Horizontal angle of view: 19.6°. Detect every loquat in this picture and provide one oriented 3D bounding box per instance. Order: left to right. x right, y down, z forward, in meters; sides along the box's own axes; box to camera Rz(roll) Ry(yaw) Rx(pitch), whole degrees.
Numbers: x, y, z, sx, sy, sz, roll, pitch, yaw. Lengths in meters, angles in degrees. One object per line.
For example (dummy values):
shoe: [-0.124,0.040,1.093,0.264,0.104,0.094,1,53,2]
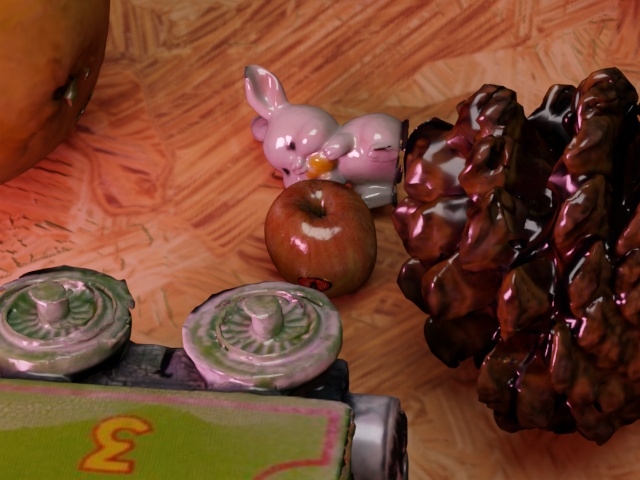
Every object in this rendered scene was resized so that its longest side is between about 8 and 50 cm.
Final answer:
loquat: [-0.272,-0.156,1.286,0.263,0.263,0.263,1,55,-2]

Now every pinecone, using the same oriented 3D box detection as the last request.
pinecone: [0.163,0.010,1.220,0.243,0.243,0.257,-37,21,-25]

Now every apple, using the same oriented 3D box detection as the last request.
apple: [0.000,0.000,1.306,0.084,0.071,0.084,2,46,-2]

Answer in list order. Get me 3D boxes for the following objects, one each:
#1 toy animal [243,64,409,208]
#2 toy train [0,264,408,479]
toy animal: [0.001,-0.072,1.355,0.124,0.071,0.085,6,55,2]
toy train: [-0.104,0.142,1.099,0.307,0.173,0.249,3,33,6]
